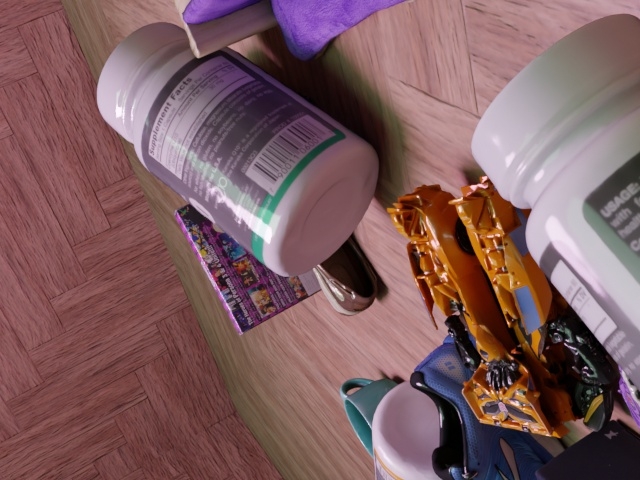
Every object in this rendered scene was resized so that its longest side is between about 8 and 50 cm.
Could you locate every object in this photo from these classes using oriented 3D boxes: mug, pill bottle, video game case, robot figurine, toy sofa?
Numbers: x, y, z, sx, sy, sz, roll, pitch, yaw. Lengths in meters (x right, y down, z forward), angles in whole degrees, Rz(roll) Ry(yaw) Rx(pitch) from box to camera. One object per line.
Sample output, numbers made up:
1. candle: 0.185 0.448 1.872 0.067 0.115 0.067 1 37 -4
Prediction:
1. mug: 0.108 0.292 1.420 0.158 0.097 0.129 59 164 14
2. pill bottle: 0.160 0.336 1.224 0.162 0.162 0.278 50 161 35
3. video game case: -0.097 0.007 1.387 0.232 0.210 0.042 61 164 3
4. pill bottle: 0.229 0.009 0.495 0.283 0.161 0.161 56 162 21
5. robot figurine: 0.180 0.078 0.845 0.211 0.085 0.291 -7 108 59
6. pill bottle: -0.116 -0.132 1.101 0.361 0.204 0.204 38 155 23
7. toy sofa: -0.049 -0.281 0.892 0.177 0.150 0.362 66 163 -9

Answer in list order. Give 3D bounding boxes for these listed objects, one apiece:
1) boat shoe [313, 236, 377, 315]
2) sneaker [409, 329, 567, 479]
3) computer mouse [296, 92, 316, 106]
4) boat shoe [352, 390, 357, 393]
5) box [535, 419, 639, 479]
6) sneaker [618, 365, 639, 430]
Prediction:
1. boat shoe: 0.006 -0.004 1.288 0.257 0.095 0.095 51 158 0
2. sneaker: 0.211 0.271 0.994 0.330 0.147 0.130 60 164 5
3. computer mouse: -0.073 -0.188 1.273 0.272 0.072 0.188 32 146 37
4. boat shoe: 0.077 0.321 1.675 0.035 0.035 0.100 55 169 13
5. box: 0.313 0.310 0.817 0.153 0.108 0.207 38 151 56
6. sneaker: 0.275 0.117 0.705 0.071 0.068 0.170 41 155 64
